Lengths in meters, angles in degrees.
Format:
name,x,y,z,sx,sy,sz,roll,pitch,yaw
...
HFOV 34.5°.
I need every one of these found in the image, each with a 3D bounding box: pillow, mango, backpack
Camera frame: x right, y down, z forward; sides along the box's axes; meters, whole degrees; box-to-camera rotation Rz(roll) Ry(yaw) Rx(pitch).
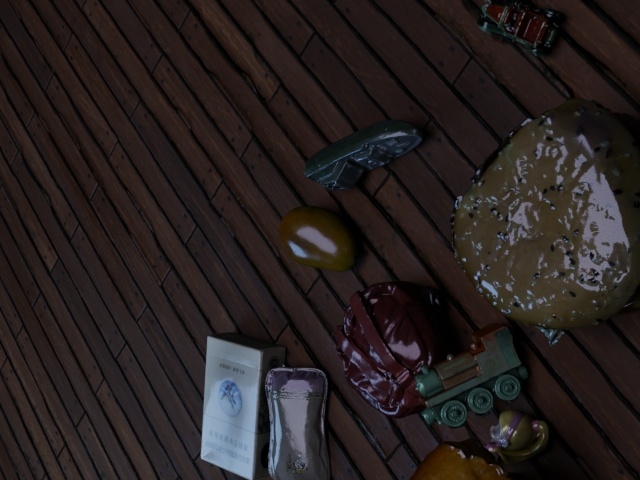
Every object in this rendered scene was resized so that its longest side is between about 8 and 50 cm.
name,x,y,z,sx,sy,sz,roll,pitch,yaw
pillow,-0.043,0.348,1.916,0.131,0.038,0.232,0,91,21
mango,-0.002,-0.005,1.852,0.163,0.089,0.111,8,108,35
backpack,0.122,0.184,1.692,0.229,0.139,0.229,-3,86,47

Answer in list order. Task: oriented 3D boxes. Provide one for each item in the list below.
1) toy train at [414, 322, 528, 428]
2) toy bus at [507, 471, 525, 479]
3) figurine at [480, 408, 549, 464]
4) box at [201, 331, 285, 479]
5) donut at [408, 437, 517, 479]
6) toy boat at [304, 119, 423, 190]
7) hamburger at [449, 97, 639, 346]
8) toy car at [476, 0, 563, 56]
name,x,y,z,sx,sy,sz,roll,pitch,yaw
toy train,0.226,0.212,1.586,0.074,0.176,0.118,154,93,-86
toy bus,0.280,0.441,1.594,0.074,0.070,0.162,-8,86,45
figurine,0.278,0.331,1.598,0.187,0.083,0.083,-52,57,24
box,-0.153,0.321,2.019,0.164,0.069,0.256,10,99,44
donut,0.285,0.481,1.389,0.435,0.163,0.377,22,81,8
toy boat,0.076,-0.145,1.773,0.260,0.078,0.085,-20,60,44
hamburger,0.357,-0.016,1.424,0.318,0.195,0.277,-54,54,33
toy car,0.300,-0.334,1.567,0.143,0.054,0.073,36,114,37
